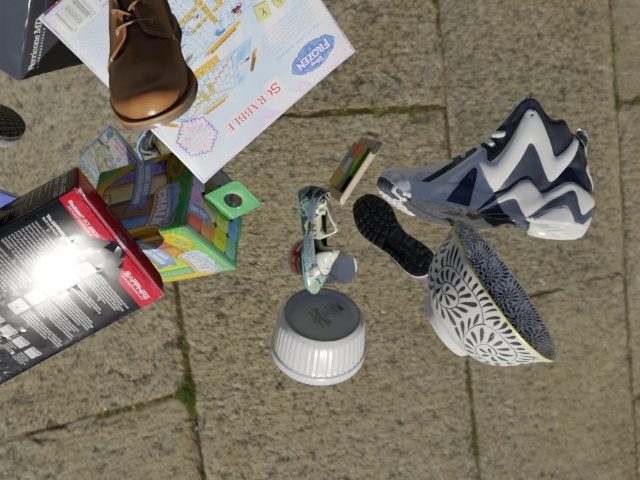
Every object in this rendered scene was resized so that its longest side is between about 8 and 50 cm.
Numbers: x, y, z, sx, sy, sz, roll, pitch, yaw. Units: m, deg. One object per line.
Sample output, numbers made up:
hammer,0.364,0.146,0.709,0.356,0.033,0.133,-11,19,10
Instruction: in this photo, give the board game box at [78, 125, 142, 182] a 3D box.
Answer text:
board game box,-0.446,-0.162,1.266,0.103,0.026,0.154,-43,70,5

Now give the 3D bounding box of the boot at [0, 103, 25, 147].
boot,-0.893,-0.259,1.523,0.118,0.338,0.223,4,117,-50

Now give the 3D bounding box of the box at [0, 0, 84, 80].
box,-0.424,-0.483,0.962,0.179,0.343,0.312,32,33,5

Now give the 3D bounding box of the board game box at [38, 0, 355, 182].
board game box,-0.162,-0.300,0.844,0.318,0.066,0.318,-40,124,2

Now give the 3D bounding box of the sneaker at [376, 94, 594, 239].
sneaker,0.191,-0.096,0.665,0.094,0.235,0.153,42,59,-65

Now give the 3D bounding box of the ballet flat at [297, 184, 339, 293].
ballet flat,0.000,0.000,0.993,0.070,0.070,0.188,-11,101,-26

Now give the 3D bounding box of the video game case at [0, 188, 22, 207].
video game case,-0.825,-0.091,1.604,0.269,0.244,0.061,25,84,-47

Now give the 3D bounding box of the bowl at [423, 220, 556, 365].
bowl,0.162,0.070,0.613,0.080,0.170,0.170,-37,114,23

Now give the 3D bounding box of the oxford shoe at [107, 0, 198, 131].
oxford shoe,-0.155,-0.167,0.495,0.076,0.212,0.076,-19,137,-3

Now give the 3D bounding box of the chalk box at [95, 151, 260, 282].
chalk box,-0.259,-0.043,1.086,0.180,0.289,0.179,48,37,-52

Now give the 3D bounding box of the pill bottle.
pill bottle,0.004,0.050,1.326,0.086,0.152,0.086,-15,111,-45

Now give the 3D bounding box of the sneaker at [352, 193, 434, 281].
sneaker,0.188,0.003,1.540,0.107,0.124,0.283,-39,69,-1

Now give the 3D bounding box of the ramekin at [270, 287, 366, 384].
ramekin,-0.002,0.193,1.240,0.207,0.207,0.109,-15,130,-26

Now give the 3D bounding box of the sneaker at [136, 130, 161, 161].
sneaker,-0.432,-0.217,1.509,0.078,0.067,0.188,10,126,1

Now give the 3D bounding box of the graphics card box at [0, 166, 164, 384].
graphics card box,-0.464,0.076,0.893,0.371,0.094,0.233,-30,126,-3

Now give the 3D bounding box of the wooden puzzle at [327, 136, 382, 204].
wooden puzzle,0.095,-0.229,1.839,0.044,0.239,0.221,31,95,-15
